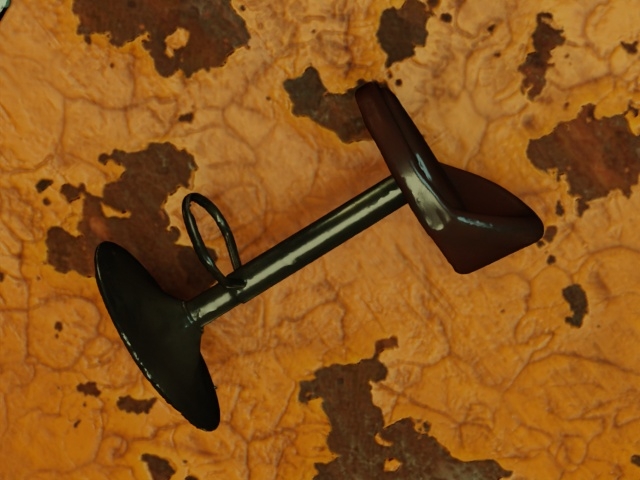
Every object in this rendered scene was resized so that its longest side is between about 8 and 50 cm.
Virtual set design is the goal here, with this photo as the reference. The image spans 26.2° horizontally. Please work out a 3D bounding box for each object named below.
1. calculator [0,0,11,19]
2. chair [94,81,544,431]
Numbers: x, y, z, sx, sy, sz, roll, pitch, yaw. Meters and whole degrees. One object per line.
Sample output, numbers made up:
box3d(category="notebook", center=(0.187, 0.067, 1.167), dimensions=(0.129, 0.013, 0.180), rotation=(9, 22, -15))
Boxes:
box3d(category="calculator", center=(-0.386, -0.217, 1.429), dimensions=(0.094, 0.019, 0.141), rotation=(36, 103, -11))
box3d(category="chair", center=(0.000, 0.000, 1.377), dimensions=(0.401, 0.226, 0.226), rotation=(-30, 102, 7))
